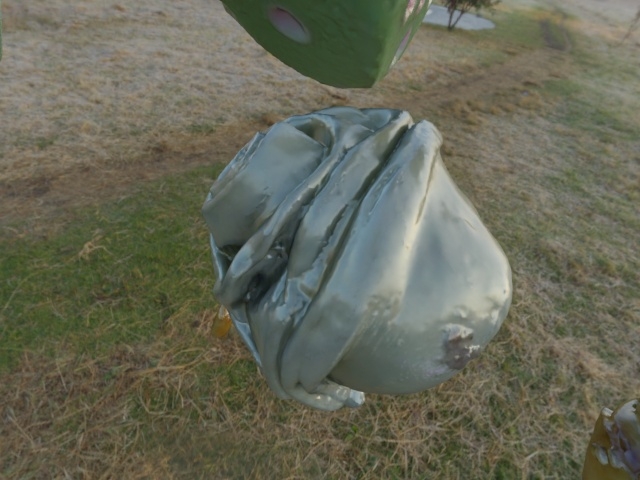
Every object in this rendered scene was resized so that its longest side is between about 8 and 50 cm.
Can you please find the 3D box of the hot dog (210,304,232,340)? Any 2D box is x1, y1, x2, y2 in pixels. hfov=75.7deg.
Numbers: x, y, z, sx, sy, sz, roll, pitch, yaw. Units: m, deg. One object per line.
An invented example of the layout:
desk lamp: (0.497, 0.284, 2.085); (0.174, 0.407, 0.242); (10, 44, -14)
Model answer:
hot dog: (-0.283, 0.238, 1.206); (0.060, 0.140, 0.090); (27, 17, -7)

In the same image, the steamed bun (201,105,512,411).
steamed bun: (-0.007, 0.005, 0.446); (0.219, 0.309, 0.325); (20, 47, -39)

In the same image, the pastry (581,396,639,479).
pastry: (0.376, 0.222, 0.309); (0.310, 0.162, 0.255); (-30, 59, 12)

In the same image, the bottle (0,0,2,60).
bottle: (-0.276, -0.270, 0.278); (0.093, 0.330, 0.093); (18, 50, -23)

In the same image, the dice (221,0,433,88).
dice: (0.034, -0.466, 0.643); (0.322, 0.331, 0.318); (29, -5, 3)
